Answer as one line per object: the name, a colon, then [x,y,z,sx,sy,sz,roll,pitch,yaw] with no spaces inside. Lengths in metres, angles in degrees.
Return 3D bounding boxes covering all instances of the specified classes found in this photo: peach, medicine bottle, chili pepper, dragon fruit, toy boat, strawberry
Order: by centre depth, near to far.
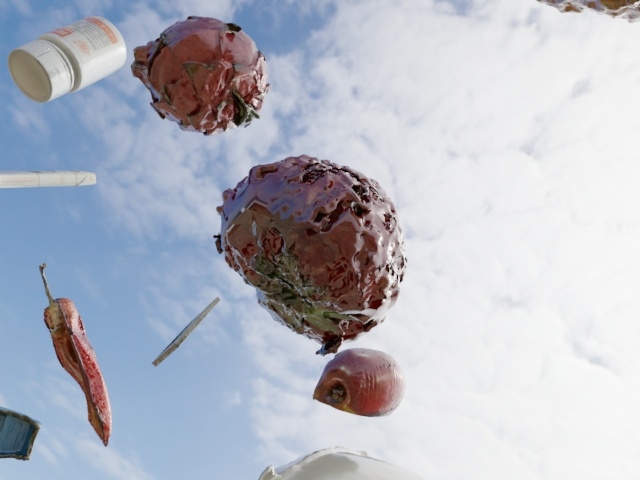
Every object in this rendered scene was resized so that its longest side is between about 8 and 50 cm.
strawberry: [0.000,0.000,0.739,0.274,0.220,0.274,25,-38,22]
chili pepper: [-0.340,0.157,0.790,0.059,0.050,0.268,-29,-95,28]
toy boat: [-0.532,0.290,0.866,0.185,0.075,0.077,20,-17,-16]
dragon fruit: [-0.252,-0.347,1.185,0.298,0.245,0.245,12,-45,-2]
medicine bottle: [-0.590,-0.427,1.329,0.144,0.252,0.145,15,-48,17]
peach: [0.132,0.352,1.390,0.267,0.159,0.153,22,-2,-43]

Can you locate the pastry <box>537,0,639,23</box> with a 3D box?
pastry: [0.356,-0.403,0.555,0.337,0.292,0.405,40,-56,11]

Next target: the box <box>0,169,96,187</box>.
box: [-0.576,-0.123,1.118,0.122,0.220,0.032,5,-81,26]

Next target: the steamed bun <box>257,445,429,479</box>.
steamed bun: [-0.001,0.326,0.315,0.241,0.374,0.375,31,-41,27]

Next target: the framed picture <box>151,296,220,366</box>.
framed picture: [-0.310,0.212,1.296,0.015,0.150,0.203,44,-37,-5]
